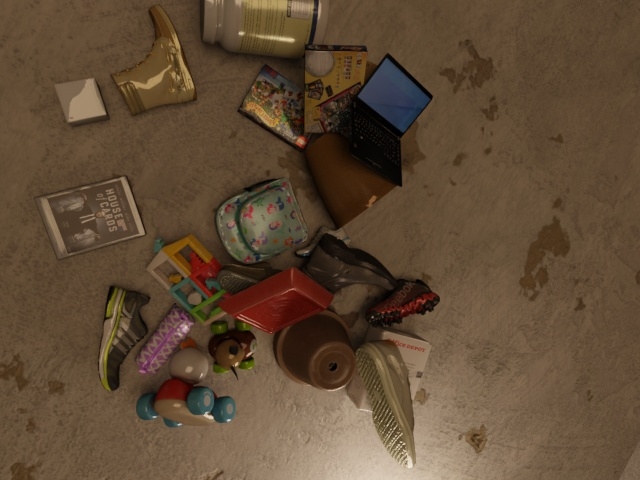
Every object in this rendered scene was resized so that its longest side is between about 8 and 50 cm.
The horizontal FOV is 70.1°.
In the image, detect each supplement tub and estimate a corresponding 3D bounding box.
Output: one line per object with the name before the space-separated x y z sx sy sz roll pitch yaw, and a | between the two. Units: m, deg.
supplement tub | -0.159 -0.633 1.255 0.325 0.235 0.235 -1 96 -18

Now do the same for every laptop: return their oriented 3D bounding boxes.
laptop | 0.205 -0.324 1.269 0.234 0.137 0.264 24 59 -40

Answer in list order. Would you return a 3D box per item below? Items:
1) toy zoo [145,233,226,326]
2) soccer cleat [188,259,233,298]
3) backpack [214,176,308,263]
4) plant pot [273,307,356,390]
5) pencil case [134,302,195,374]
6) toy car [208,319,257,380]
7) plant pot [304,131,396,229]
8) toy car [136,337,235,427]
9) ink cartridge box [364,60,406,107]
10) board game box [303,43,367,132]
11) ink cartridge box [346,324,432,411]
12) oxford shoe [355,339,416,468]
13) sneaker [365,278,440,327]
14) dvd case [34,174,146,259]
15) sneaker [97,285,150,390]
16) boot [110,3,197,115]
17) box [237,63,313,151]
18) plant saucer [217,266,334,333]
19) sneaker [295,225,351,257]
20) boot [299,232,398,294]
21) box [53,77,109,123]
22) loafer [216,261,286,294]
toy zoo | -0.369 0.105 1.318 0.192 0.030 0.293 -31 108 25
soccer cleat | -0.286 0.126 1.387 0.248 0.095 0.083 32 123 -6
backpack | -0.178 -0.051 1.345 0.254 0.191 0.225 -21 103 -10
plant pot | 0.003 0.350 1.417 0.263 0.229 0.262 -2 95 -18
pencil case | -0.452 0.291 1.336 0.086 0.088 0.206 36 85 -20
toy car | -0.252 0.332 1.352 0.149 0.188 0.154 -4 97 -17
plant pot | 0.072 -0.203 1.398 0.237 0.237 0.254 -38 93 -11
toy car | -0.378 0.408 1.344 0.210 0.219 0.237 49 34 -49
ink cartridge box | 0.131 -0.469 1.389 0.235 0.193 0.088 16 92 -18
board game box | 0.036 -0.414 1.268 0.165 0.042 0.243 0 135 -4
ink cartridge box | 0.234 0.442 1.560 0.199 0.115 0.272 18 91 -19
oxford shoe | 0.234 0.508 1.432 0.130 0.169 0.449 -23 102 -32
sneaker | 0.260 0.203 1.538 0.276 0.097 0.135 -15 56 -21
dvd case | -0.634 -0.065 1.270 0.239 0.029 0.179 -18 101 -15
sneaker | -0.556 0.282 1.294 0.121 0.111 0.299 8 95 -23
boot | -0.475 -0.489 1.245 0.204 0.095 0.261 -21 106 -14
box | -0.113 -0.400 1.395 0.233 0.044 0.159 30 86 -18
plant saucer | -0.119 0.191 1.326 0.259 0.047 0.258 -26 145 16
sneaker | 0.000 0.000 1.471 0.191 0.071 0.082 -19 91 -20
boot | 0.071 0.131 1.468 0.338 0.118 0.222 29 106 -26
box | -0.629 -0.365 1.208 0.102 0.087 0.101 -17 101 -15
loafer | -0.185 0.107 1.304 0.251 0.094 0.087 20 46 -40
